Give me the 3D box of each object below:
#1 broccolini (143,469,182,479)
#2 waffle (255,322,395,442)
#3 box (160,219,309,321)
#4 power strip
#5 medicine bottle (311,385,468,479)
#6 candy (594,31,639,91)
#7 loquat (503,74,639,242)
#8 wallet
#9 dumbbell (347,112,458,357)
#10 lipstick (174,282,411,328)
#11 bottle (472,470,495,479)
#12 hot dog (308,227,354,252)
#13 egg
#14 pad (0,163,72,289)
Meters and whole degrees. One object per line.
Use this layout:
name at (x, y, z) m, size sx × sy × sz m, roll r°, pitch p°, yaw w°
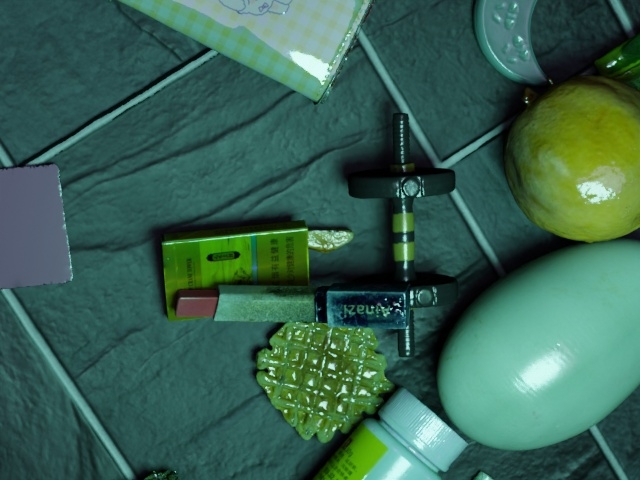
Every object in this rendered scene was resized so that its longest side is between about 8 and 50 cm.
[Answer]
broccolini at (-0.275, 0.358, 1.911) m, size 0.203 × 0.068 × 0.091 m, roll -10°, pitch 127°, yaw 0°
waffle at (0.008, 0.179, 1.943) m, size 0.169 × 0.036 × 0.183 m, roll -36°, pitch 107°, yaw -6°
box at (-0.112, 0.041, 1.893) m, size 0.193 × 0.030 × 0.121 m, roll -5°, pitch 118°, yaw -9°
power strip at (0.279, -0.322, 1.940) m, size 0.137 × 0.044 × 0.216 m, roll 11°, pitch 94°, yaw -11°
medicine bottle at (0.081, 0.319, 1.923) m, size 0.139 × 0.139 × 0.225 m, roll 42°, pitch 88°, yaw -12°
candy at (0.489, -0.175, 1.983) m, size 0.149 × 0.069 × 0.246 m, roll -28°, pitch 93°, yaw -11°
loquat at (0.354, -0.104, 1.888) m, size 0.238 × 0.193 × 0.238 m, roll -4°, pitch 70°, yaw 11°
wallet at (-0.088, -0.337, 1.861) m, size 0.310 × 0.077 × 0.223 m, roll 27°, pitch 94°, yaw -11°
dumbbell at (0.110, -0.006, 1.892) m, size 0.143 × 0.143 × 0.325 m, roll -3°, pitch 97°, yaw -10°
lipstick at (-0.042, 0.081, 1.832) m, size 0.312 × 0.051 × 0.051 m, roll 1°, pitch 105°, yaw 11°
bottle at (0.213, 0.365, 2.008) m, size 0.030 × 0.030 × 0.083 m, roll 34°, pitch 88°, yaw -12°
hot dog at (0.000, 0.000, 1.929) m, size 0.090 × 0.030 × 0.034 m, roll 0°, pitch 98°, yaw -11°
egg at (0.322, 0.133, 1.903) m, size 0.371 × 0.230 × 0.230 m, roll -33°, pitch 101°, yaw -11°
pad at (-0.463, -0.009, 1.856) m, size 0.265 × 0.009 × 0.159 m, roll -7°, pitch 98°, yaw -8°
